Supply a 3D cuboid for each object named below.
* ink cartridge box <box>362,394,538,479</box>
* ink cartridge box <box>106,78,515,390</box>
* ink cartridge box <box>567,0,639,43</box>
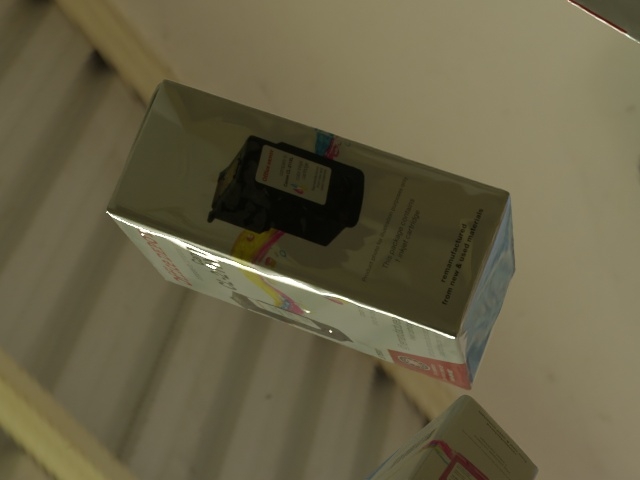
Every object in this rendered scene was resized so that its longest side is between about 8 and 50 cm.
[{"bbox_3d":[0.035,0.130,0.693,0.052,0.088,0.122,47,-154,2],"label":"ink cartridge box"},{"bbox_3d":[0.000,0.000,0.779,0.127,0.175,0.072,63,-133,-71],"label":"ink cartridge box"},{"bbox_3d":[0.222,-0.147,0.865,0.150,0.063,0.109,-13,-145,-31],"label":"ink cartridge box"}]
